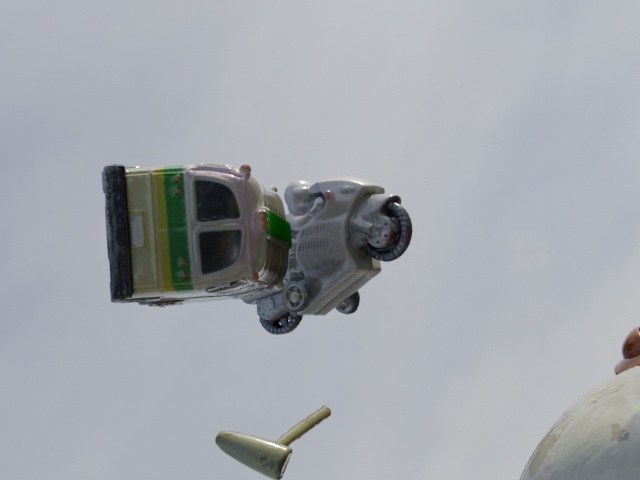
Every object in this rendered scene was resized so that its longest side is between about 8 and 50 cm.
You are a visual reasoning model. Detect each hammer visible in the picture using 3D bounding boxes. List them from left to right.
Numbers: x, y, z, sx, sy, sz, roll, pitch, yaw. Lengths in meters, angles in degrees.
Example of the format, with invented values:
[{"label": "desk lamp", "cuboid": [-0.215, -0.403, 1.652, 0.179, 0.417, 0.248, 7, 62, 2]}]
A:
[{"label": "hammer", "cuboid": [-0.031, 0.159, 1.325, 0.195, 0.060, 0.028, -16, -54, -74]}]

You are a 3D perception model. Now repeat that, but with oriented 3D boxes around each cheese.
[{"label": "cheese", "cuboid": [0.213, 0.172, 1.052, 0.189, 0.154, 0.198, -57, -6, 20]}]

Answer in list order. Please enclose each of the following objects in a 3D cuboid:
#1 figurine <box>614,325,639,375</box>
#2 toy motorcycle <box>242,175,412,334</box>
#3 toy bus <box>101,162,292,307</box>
[{"label": "figurine", "cuboid": [0.384, 0.123, 1.535, 0.271, 0.143, 0.143, -27, -18, 15]}, {"label": "toy motorcycle", "cuboid": [0.000, 0.000, 1.963, 0.260, 0.171, 0.110, -36, -26, 32]}, {"label": "toy bus", "cuboid": [-0.128, -0.005, 1.743, 0.305, 0.179, 0.143, 42, -137, -83]}]
